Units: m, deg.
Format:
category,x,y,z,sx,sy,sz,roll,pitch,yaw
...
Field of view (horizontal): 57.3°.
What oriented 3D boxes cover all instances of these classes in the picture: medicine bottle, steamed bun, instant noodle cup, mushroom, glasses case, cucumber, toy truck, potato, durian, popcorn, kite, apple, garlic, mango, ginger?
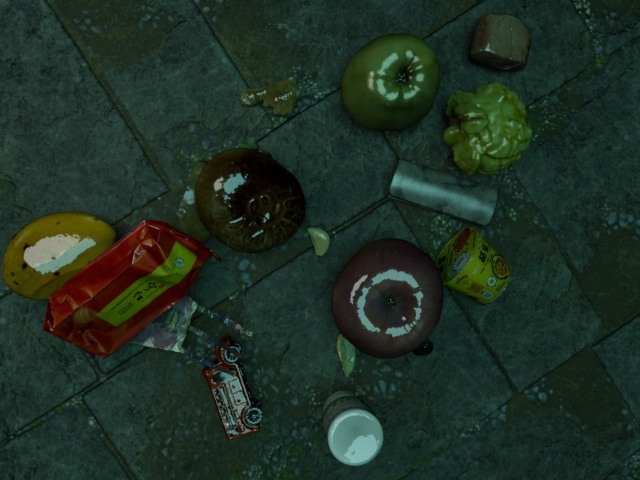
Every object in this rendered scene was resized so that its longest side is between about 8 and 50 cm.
category,x,y,z,sx,sy,sz,roll,pitch,yaw
medicine bottle,0.074,0.465,1.488,0.139,0.237,0.138,0,89,-4
steamed bun,0.495,-0.545,1.616,0.175,0.106,0.144,11,83,-19
instant noodle cup,0.411,0.077,1.565,0.144,0.182,0.182,33,86,-12
mushroom,-0.170,-0.107,1.494,0.297,0.163,0.278,26,79,-32
glasses case,0.335,-0.131,1.611,0.300,0.060,0.114,16,88,-5
cucumber,0.280,0.288,1.581,0.048,0.105,0.048,1,78,-7
toy truck,-0.233,0.380,1.527,0.114,0.107,0.252,-20,91,-6
potato,-0.313,-0.081,1.532,0.121,0.100,0.261,19,88,-4
durian,0.073,0.305,1.579,0.052,0.066,0.130,-8,99,-5
popcorn,0.447,-0.290,1.567,0.255,0.195,0.256,23,88,-14
kite,-0.349,0.215,1.503,0.361,0.022,0.204,20,82,16
apple,0.169,0.145,1.505,0.306,0.235,0.305,0,91,0
garlic,-0.001,0.000,1.591,0.053,0.041,0.083,-15,98,0
mango,-0.653,0.024,1.472,0.291,0.160,0.190,-24,74,-5
apple,0.185,-0.405,1.521,0.263,0.262,0.262,0,89,-5
ginger,-0.129,-0.377,1.575,0.166,0.067,0.096,-12,90,8

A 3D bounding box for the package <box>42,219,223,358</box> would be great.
category,x,y,z,sx,sy,sz,roll,pitch,yaw
package,-0.464,0.112,1.446,0.424,0.123,0.196,-39,136,4
